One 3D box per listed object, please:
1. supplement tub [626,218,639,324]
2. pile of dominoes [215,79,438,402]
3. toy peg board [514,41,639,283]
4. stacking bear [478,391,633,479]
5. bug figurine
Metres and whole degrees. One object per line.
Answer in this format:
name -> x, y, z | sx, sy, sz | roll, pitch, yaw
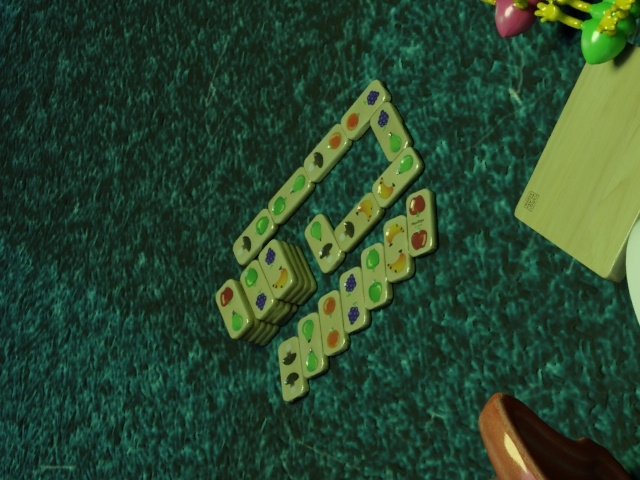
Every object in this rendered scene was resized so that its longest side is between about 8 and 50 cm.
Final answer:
supplement tub -> 0.348, -0.005, 1.160 | 0.272, 0.191, 0.191 | -33, 54, 37
pile of dominoes -> 0.000, 0.000, 1.678 | 0.251, 0.040, 0.196 | -49, 45, 27
toy peg board -> 0.244, -0.055, 1.404 | 0.161, 0.079, 0.160 | -64, 25, 8
stacking bear -> 0.093, 0.273, 1.314 | 0.289, 0.175, 0.164 | -43, 46, 18
bug figurine -> 0.227, -0.241, 1.454 | 0.216, 0.072, 0.279 | -56, 35, -5
